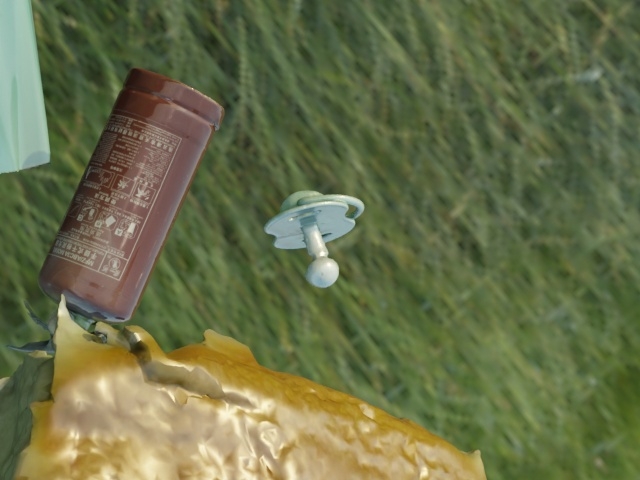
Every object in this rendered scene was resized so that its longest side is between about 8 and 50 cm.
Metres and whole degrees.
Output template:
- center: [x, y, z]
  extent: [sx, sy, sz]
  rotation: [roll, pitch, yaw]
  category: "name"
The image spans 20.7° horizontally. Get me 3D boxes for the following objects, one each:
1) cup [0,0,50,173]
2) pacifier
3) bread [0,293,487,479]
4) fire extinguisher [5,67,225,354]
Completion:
- center: [-0.320, -0.175, 1.612]
  extent: [0.148, 0.134, 0.236]
  rotation: [-16, 100, -31]
  category: "cup"
- center: [0.000, 0.000, 2.129]
  extent: [0.127, 0.116, 0.150]
  rotation: [-16, 161, -3]
  category: "pacifier"
- center: [-0.051, 0.194, 0.781]
  extent: [0.279, 0.250, 0.225]
  rotation: [19, 149, -25]
  category: "bread"
- center: [-0.183, -0.013, 1.540]
  extent: [0.105, 0.105, 0.269]
  rotation: [33, 79, -60]
  category: "fire extinguisher"
